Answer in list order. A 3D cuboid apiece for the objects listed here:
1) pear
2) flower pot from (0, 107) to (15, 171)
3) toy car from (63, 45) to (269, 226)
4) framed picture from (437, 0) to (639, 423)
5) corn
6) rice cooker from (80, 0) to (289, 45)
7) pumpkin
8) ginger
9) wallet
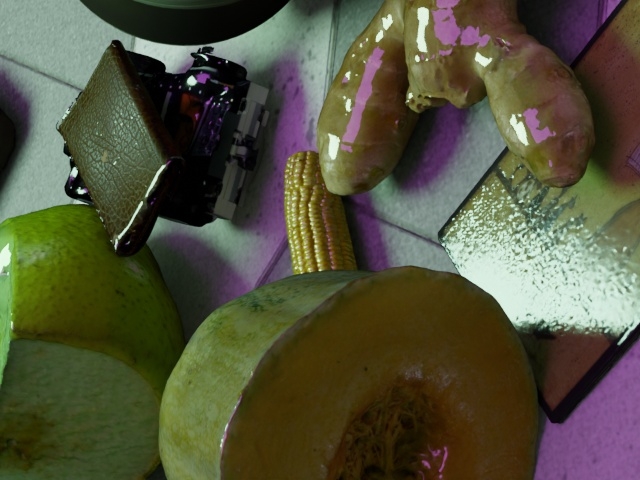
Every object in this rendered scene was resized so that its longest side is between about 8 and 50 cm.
[{"bbox_3d":[-0.275,0.104,2.097,0.342,0.239,0.318,114,157,-44],"label":"pear"},{"bbox_3d":[-0.487,-0.095,2.510,0.179,0.084,0.251,44,112,47],"label":"flower pot"},{"bbox_3d":[-0.179,-0.119,2.129,0.301,0.118,0.193,8,81,51],"label":"toy car"},{"bbox_3d":[0.252,-0.041,1.679,0.338,0.014,0.255,-52,45,26],"label":"framed picture"},{"bbox_3d":[0.000,0.000,1.923,0.067,0.067,0.206,-34,53,39],"label":"corn"},{"bbox_3d":[-0.145,-0.376,1.934,0.325,0.335,0.335,129,151,-84],"label":"rice cooker"},{"bbox_3d":[0.006,0.171,1.663,0.199,0.332,0.332,15,90,52],"label":"pumpkin"},{"bbox_3d":[0.120,-0.217,1.789,0.363,0.122,0.348,-3,86,60],"label":"ginger"},{"bbox_3d":[-0.214,-0.102,2.043,0.133,0.039,0.243,-58,39,22],"label":"wallet"}]
